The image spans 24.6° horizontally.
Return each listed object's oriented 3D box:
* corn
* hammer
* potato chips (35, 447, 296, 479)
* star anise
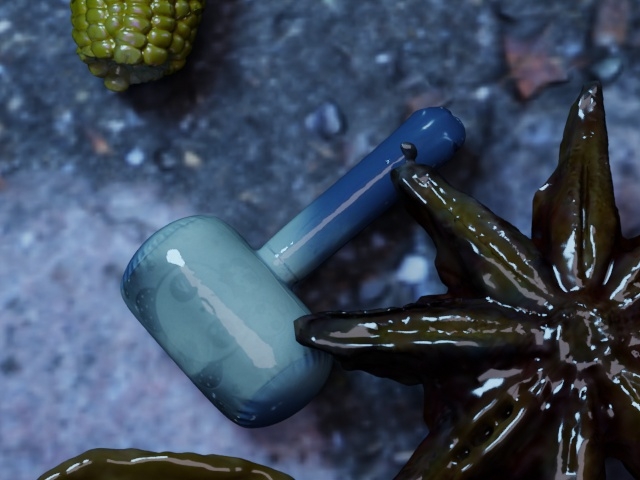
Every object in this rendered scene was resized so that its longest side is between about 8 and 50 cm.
[{"bbox_3d":[-0.087,-0.197,0.789,0.080,0.080,0.238,8,78,5],"label":"corn"},{"bbox_3d":[0.000,0.000,0.753,0.194,0.069,0.116,-41,78,-9],"label":"hammer"},{"bbox_3d":[-0.057,0.182,0.727,0.201,0.049,0.150,6,74,7],"label":"potato chips"},{"bbox_3d":[0.126,0.058,0.713,0.272,0.102,0.272,-2,70,5],"label":"star anise"}]
